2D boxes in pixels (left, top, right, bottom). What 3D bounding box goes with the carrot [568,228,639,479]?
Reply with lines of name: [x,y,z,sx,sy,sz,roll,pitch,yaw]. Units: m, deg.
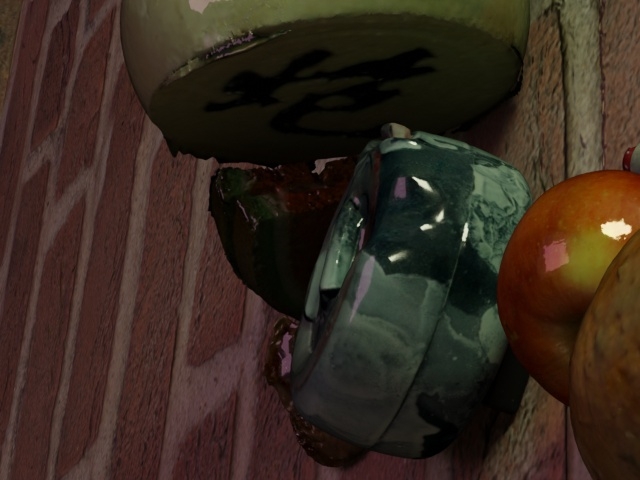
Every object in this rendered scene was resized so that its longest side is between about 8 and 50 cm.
carrot: [0.283,0.032,0.938,0.340,0.224,0.224,-48,33,45]

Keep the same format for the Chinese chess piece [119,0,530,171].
Chinese chess piece: [0.005,-0.180,1.570,0.349,0.349,0.146,-34,59,56]

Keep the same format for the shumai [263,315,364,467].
shumai: [0.001,0.141,1.683,0.139,0.105,0.123,96,173,-57]

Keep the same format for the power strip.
power strip: [0.151,0.080,1.449,0.038,0.029,0.111,16,88,67]

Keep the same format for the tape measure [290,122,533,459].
tape measure: [0.063,0.044,1.478,0.275,0.147,0.256,124,162,-66]

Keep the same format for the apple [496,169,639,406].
apple: [0.195,0.033,1.230,0.163,0.163,0.139,-56,0,33]

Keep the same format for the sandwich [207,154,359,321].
sandwich: [-0.005,0.011,1.682,0.235,0.159,0.079,75,171,-51]

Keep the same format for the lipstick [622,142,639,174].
lipstick: [0.259,-0.051,1.280,0.186,0.057,0.063,-165,93,-73]
